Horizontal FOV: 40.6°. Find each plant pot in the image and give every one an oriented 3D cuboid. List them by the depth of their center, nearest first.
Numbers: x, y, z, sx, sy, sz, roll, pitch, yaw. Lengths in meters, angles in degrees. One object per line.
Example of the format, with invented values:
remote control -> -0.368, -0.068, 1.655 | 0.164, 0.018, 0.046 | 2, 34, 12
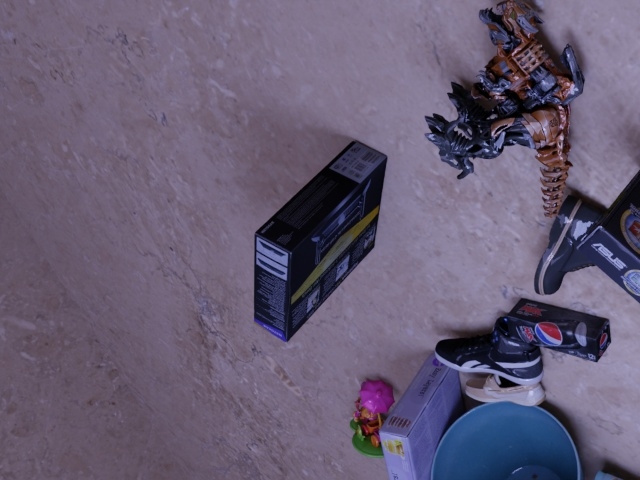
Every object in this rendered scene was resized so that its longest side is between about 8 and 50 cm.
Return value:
plant pot -> 0.387, 0.482, 1.693 | 0.290, 0.290, 0.195 | 14, 160, 38

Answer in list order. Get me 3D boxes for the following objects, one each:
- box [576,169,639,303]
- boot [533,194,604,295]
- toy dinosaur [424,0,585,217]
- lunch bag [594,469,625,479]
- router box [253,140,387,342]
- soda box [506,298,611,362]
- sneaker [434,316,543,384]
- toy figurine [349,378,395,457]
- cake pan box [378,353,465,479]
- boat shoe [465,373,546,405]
box -> 0.505, 0.028, 1.155 | 0.270, 0.216, 0.060 | 43, 144, 9
boot -> 0.425, 0.036, 1.376 | 0.137, 0.077, 0.198 | 26, 140, 21
toy dinosaur -> 0.284, -0.180, 1.263 | 0.218, 0.164, 0.322 | -10, 94, 33
lunch bag -> 0.588, 0.585, 1.638 | 0.223, 0.160, 0.262 | 19, 140, 19
router box -> 0.000, 0.000, 1.580 | 0.081, 0.309, 0.243 | 28, 139, 21
soda box -> 0.412, 0.155, 1.505 | 0.169, 0.060, 0.053 | 13, 131, 39
sneaker -> 0.315, 0.189, 1.635 | 0.217, 0.079, 0.121 | 10, 127, 31
toy figurine -> 0.124, 0.391, 2.017 | 0.173, 0.130, 0.159 | -142, 43, -57
cake pan box -> 0.221, 0.398, 1.762 | 0.070, 0.267, 0.245 | 8, 126, 30
boat shoe -> 0.355, 0.279, 1.688 | 0.170, 0.063, 0.059 | -3, 116, 40
